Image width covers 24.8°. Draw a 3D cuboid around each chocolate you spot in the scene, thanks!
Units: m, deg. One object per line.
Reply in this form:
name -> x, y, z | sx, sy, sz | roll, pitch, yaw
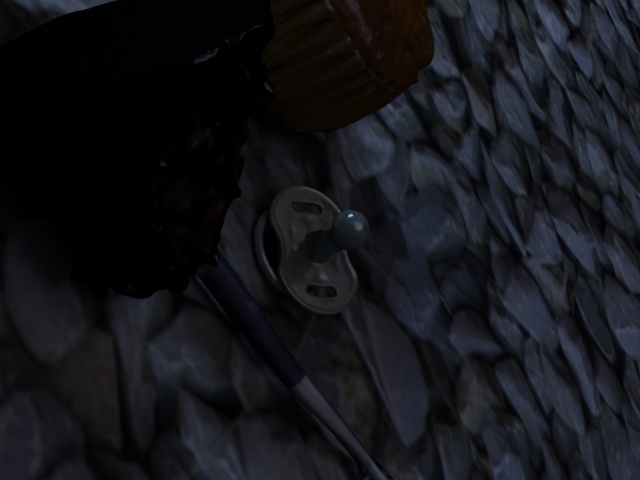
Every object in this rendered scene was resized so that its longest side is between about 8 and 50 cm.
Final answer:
chocolate -> -0.081, -0.037, 0.688 | 0.156, 0.156, 0.133 | -61, 142, -55

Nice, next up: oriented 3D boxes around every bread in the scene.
bread -> -0.004, -0.171, 0.921 | 0.199, 0.104, 0.199 | 42, 36, -41

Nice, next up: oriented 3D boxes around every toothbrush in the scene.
toothbrush -> -0.027, 0.062, 0.810 | 0.288, 0.024, 0.026 | 56, 45, -24

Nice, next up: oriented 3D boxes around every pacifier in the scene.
pacifier -> 0.000, 0.000, 0.855 | 0.068, 0.064, 0.083 | 9, 62, -39
